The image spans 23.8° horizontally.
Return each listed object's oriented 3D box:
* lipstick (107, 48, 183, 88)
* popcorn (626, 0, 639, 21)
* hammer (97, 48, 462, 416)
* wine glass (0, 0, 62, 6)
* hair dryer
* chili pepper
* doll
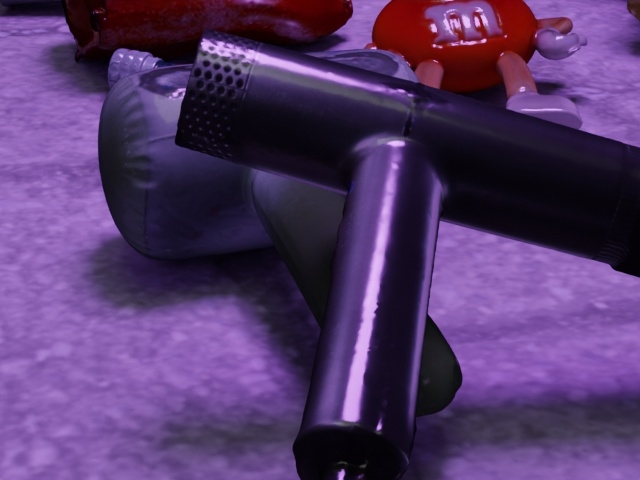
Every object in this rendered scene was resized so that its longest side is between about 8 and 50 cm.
[{"bbox_3d":[-0.107,-0.125,1.187,0.116,0.037,0.037,10,27,15],"label":"lipstick"},{"bbox_3d":[0.366,-0.253,1.224,0.276,0.225,0.276,-12,29,7],"label":"popcorn"},{"bbox_3d":[0.000,0.000,0.844,0.206,0.119,0.335,-9,33,-15],"label":"hammer"},{"bbox_3d":[-0.188,-0.267,1.415,0.231,0.103,0.103,-3,25,4],"label":"wine glass"},{"bbox_3d":[0.085,0.038,0.703,0.320,0.155,0.284,8,57,-8],"label":"hair dryer"},{"bbox_3d":[-0.090,-0.205,1.265,0.253,0.144,0.136,0,54,-14],"label":"chili pepper"},{"bbox_3d":[0.114,-0.151,1.178,0.183,0.085,0.217,-1,34,3],"label":"doll"}]
